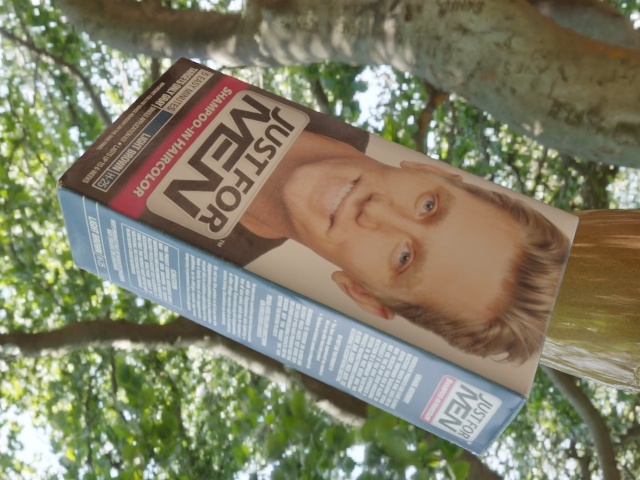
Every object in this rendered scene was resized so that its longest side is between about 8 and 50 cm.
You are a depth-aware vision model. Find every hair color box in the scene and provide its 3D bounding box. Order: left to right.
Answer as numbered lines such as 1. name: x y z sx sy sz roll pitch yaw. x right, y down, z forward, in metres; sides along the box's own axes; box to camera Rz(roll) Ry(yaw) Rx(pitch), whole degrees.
1. hair color box: 0.000 0.000 0.546 0.347 0.105 0.174 24 -127 9

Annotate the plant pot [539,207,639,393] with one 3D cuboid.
1. plant pot: 0.290 0.060 0.927 0.254 0.237 0.237 8 -149 9
